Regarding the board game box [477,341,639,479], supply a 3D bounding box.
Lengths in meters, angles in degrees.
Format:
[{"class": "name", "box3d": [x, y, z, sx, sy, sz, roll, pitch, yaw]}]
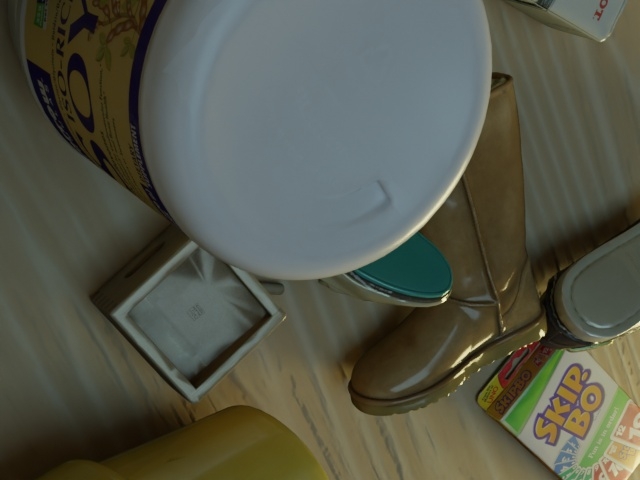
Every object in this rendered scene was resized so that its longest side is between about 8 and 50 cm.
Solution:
[{"class": "board game box", "box3d": [0.283, 0.198, 1.437, 0.124, 0.039, 0.259, -51, 124, -5]}]

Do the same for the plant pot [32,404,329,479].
[{"class": "plant pot", "box3d": [-0.120, 0.269, 1.096, 0.239, 0.254, 0.254, -34, 126, -36]}]

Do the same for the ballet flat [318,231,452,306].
[{"class": "ballet flat", "box3d": [0.000, 0.000, 1.125, 0.248, 0.086, 0.086, 26, 94, -22]}]

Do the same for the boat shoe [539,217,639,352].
[{"class": "boat shoe", "box3d": [0.364, 0.027, 1.377, 0.324, 0.097, 0.116, -26, 80, -26]}]

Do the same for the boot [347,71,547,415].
[{"class": "boot", "box3d": [0.102, 0.004, 1.214, 0.236, 0.089, 0.269, -27, 119, -24]}]

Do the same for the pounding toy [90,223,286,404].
[{"class": "pounding toy", "box3d": [-0.101, 0.052, 1.104, 0.141, 0.100, 0.130, -44, 112, -12]}]

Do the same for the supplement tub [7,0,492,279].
[{"class": "supplement tub", "box3d": [-0.067, -0.134, 0.887, 0.241, 0.331, 0.241, -13, 115, -28]}]

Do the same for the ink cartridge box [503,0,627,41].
[{"class": "ink cartridge box", "box3d": [0.194, -0.287, 1.142, 0.208, 0.087, 0.153, 21, 97, -36]}]
